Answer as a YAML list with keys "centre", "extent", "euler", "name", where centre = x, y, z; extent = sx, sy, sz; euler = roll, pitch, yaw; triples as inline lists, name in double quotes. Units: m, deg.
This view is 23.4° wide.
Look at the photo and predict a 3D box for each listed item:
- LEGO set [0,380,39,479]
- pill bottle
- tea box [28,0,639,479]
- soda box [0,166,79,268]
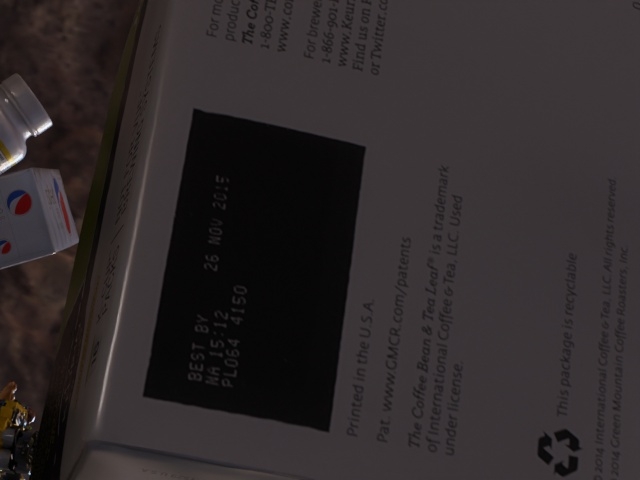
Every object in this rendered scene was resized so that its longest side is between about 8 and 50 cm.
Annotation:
- centre: [-0.157, 0.250, 0.922]
  extent: [0.255, 0.192, 0.331]
  euler: [85, -168, -64]
  name: "LEGO set"
- centre: [-0.260, -0.073, 1.146]
  extent: [0.116, 0.065, 0.065]
  euler: [-36, -52, -9]
  name: "pill bottle"
- centre: [0.000, 0.000, 0.740]
  extent: [0.220, 0.323, 0.329]
  euler: [13, -113, -12]
  name: "tea box"
- centre: [-0.256, -0.019, 1.318]
  extent: [0.069, 0.216, 0.074]
  euler: [-16, -87, -2]
  name: "soda box"
